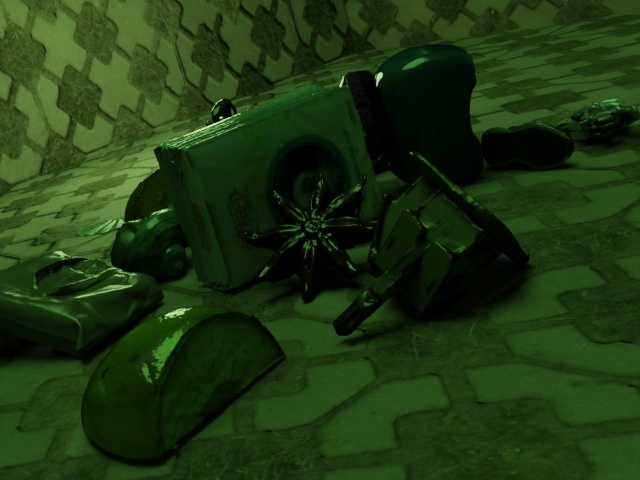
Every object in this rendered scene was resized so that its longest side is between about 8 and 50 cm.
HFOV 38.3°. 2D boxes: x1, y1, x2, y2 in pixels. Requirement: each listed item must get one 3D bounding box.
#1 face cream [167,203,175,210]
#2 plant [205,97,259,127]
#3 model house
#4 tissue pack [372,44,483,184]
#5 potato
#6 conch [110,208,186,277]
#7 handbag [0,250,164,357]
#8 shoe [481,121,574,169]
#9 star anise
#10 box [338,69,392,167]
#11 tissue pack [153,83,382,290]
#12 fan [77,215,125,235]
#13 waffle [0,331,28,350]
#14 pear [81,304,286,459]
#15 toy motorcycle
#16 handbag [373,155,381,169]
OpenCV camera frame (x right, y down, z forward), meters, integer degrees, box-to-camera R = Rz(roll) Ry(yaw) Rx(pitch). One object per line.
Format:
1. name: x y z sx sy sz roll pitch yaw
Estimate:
1. face cream: -0.203 -0.089 2.128 0.143 0.089 0.314 38 40 13
2. plant: -0.179 -0.145 1.932 0.188 0.276 0.199 18 20 3
3. model house: 0.137 0.044 1.381 0.279 0.218 0.205 -47 61 4
4. tissue pack: 0.217 -0.255 1.921 0.206 0.287 0.198 -12 21 -5
5. potato: -0.376 -0.058 2.096 0.158 0.178 0.203 -24 35 35
6. conch: -0.344 0.014 1.891 0.176 0.122 0.188 -49 24 -6
7. handbag: -0.476 0.110 1.684 0.315 0.109 0.253 12 25 25
8. shoe: 0.440 -0.203 1.905 0.112 0.099 0.227 -20 15 -37
9. star anise: 0.000 0.000 1.599 0.272 0.102 0.272 -11 52 14
10. box: 0.066 -0.218 1.954 0.071 0.168 0.259 -7 -24 -21
11. tissue pack: -0.087 -0.112 1.761 0.388 0.287 0.162 -27 19 -31
12. fan: -0.540 -0.047 2.454 0.240 0.009 0.131 -15 19 2
13. waffle: -0.611 0.175 1.744 0.194 0.051 0.149 -23 21 -23
14. pear: -0.228 0.174 1.284 0.239 0.139 0.288 -13 14 39
15. toy motorcycle: 0.597 -0.259 1.962 0.151 0.074 0.228 -25 9 -10
16. handbag: 0.115 -0.279 2.297 0.275 0.178 0.302 -35 19 -9
